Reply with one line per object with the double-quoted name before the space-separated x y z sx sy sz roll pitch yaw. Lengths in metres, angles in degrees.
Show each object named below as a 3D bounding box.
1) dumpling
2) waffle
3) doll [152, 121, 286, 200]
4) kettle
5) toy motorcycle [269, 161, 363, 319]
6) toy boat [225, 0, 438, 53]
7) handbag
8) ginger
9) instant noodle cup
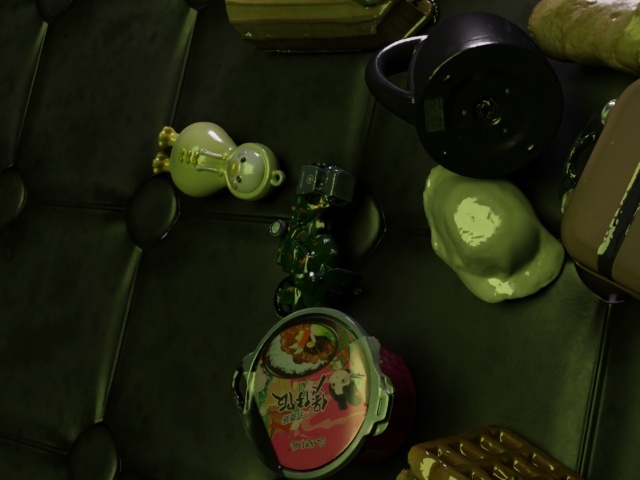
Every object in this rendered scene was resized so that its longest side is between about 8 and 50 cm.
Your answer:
"dumpling" 0.242 -0.015 1.700 0.250 0.132 0.162 45 101 19
"waffle" 0.279 0.366 1.491 0.327 0.224 0.098 29 112 41
"doll" -0.183 -0.141 2.091 0.296 0.117 0.141 14 88 41
"kettle" 0.202 -0.247 1.713 0.268 0.207 0.290 -3 32 0
"toy motorcycle" 0.000 0.000 1.899 0.187 0.124 0.275 -1 76 49
"toy boat" -0.005 -0.423 2.025 0.445 0.136 0.162 7 82 41
"handbag" 0.442 -0.076 1.538 0.283 0.149 0.302 27 93 44
"ginger" 0.446 -0.299 1.615 0.354 0.126 0.190 12 50 46
"instant noodle cup" 0.032 0.245 1.752 0.302 0.181 0.258 19 88 41
